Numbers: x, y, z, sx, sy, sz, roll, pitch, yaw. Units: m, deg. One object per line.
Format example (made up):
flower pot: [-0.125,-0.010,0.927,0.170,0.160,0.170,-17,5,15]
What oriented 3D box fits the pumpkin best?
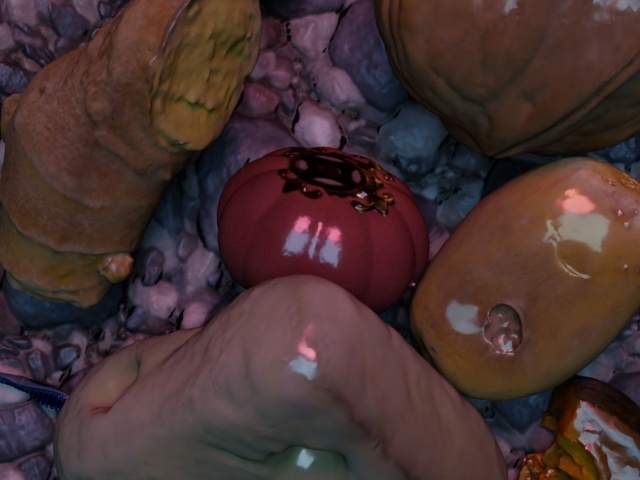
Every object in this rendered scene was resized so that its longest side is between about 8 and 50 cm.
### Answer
pumpkin: [0.223,0.247,0.720,0.126,0.131,0.248,23,90,2]

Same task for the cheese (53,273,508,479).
cheese: [-0.024,0.194,0.717,0.351,0.129,0.328,-29,124,36]

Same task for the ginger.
ginger: [-0.169,-0.088,0.703,0.354,0.126,0.190,-41,76,27]

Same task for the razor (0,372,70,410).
razor: [-0.292,0.135,0.785,0.154,0.044,0.028,8,62,0]

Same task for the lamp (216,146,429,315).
lamp: [0.000,0.000,0.719,0.182,0.182,0.140,16,122,2]

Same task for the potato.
potato: [0.182,0.037,0.718,0.234,0.146,0.150,-47,60,19]

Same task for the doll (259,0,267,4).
doll: [-0.124,-0.308,0.726,0.152,0.196,0.256,-36,94,-18]

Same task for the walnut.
walnut: [0.191,-0.212,0.676,0.252,0.277,0.313,27,93,33]
